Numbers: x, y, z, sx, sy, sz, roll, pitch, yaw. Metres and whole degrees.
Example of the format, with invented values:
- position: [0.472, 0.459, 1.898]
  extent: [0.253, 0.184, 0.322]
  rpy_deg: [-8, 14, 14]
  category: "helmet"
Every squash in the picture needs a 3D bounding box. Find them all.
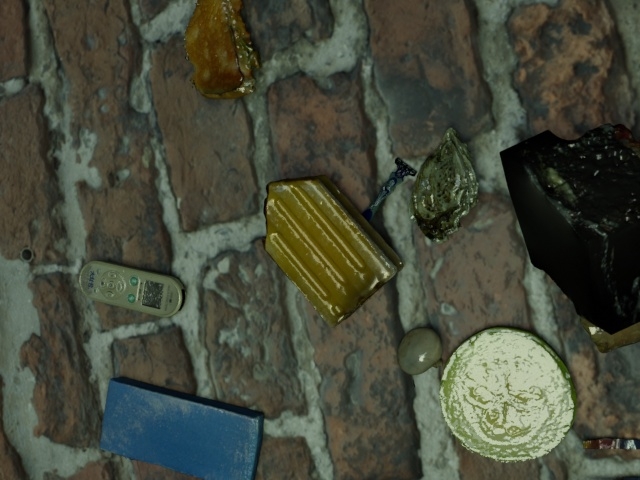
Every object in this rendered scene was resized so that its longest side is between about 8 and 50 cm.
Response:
- position: [0.301, 0.251, 1.145]
  extent: [0.219, 0.041, 0.220]
  rpy_deg: [0, 91, 16]
  category: "squash"

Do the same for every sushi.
- position: [0.412, -0.041, 1.002]
  extent: [0.212, 0.227, 0.216]
  rpy_deg: [-26, 116, -1]
  category: "sushi"

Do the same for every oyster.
- position: [0.207, -0.086, 1.155]
  extent: [0.125, 0.064, 0.177]
  rpy_deg: [37, 112, 27]
  category: "oyster"

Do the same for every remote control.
- position: [-0.355, 0.090, 1.327]
  extent: [0.221, 0.042, 0.078]
  rpy_deg: [11, 94, 14]
  category: "remote control"

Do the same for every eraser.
- position: [-0.259, 0.357, 1.307]
  extent: [0.311, 0.042, 0.144]
  rpy_deg: [10, 94, 15]
  category: "eraser"

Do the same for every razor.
- position: [0.099, -0.069, 1.199]
  extent: [0.044, 0.028, 0.155]
  rpy_deg: [40, 101, 11]
  category: "razor"

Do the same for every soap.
- position: [0.000, 0.000, 1.194]
  extent: [0.160, 0.080, 0.257]
  rpy_deg: [-44, 80, 22]
  category: "soap"

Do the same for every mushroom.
- position: [0.173, 0.190, 1.172]
  extent: [0.085, 0.085, 0.079]
  rpy_deg: [-45, 123, 13]
  category: "mushroom"

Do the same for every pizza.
- position: [-0.175, -0.355, 1.253]
  extent: [0.147, 0.069, 0.227]
  rpy_deg: [-20, 83, 37]
  category: "pizza"

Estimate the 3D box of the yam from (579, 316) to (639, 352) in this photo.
- position: [0.571, 0.078, 1.045]
  extent: [0.356, 0.081, 0.081]
  rpy_deg: [-23, 85, 17]
  category: "yam"

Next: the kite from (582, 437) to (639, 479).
- position: [0.590, 0.374, 1.078]
  extent: [0.360, 0.022, 0.204]
  rpy_deg: [3, 93, 12]
  category: "kite"
